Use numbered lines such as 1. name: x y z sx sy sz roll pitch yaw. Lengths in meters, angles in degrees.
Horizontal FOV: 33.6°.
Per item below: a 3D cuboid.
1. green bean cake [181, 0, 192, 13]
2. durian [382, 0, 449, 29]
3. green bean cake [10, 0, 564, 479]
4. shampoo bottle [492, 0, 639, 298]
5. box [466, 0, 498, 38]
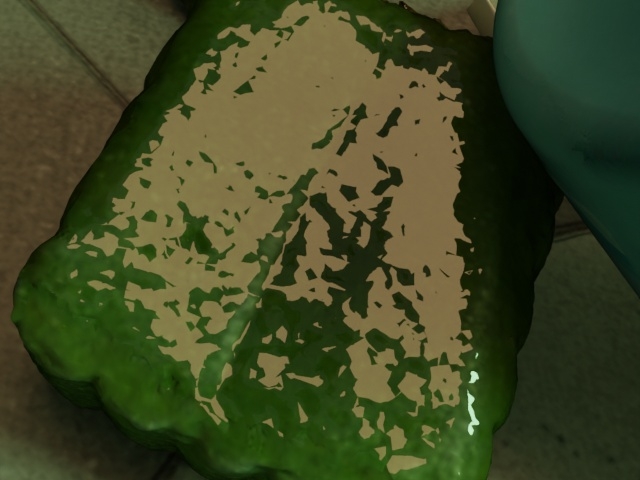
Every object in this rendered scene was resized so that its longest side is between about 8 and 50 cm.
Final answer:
1. green bean cake: -0.036 -0.299 0.691 0.132 0.255 0.241 -3 58 -17
2. durian: 0.035 -0.086 0.636 0.119 0.108 0.187 -29 68 -35
3. green bean cake: 0.000 0.000 0.514 0.222 0.125 0.248 24 73 4
4. shampoo bottle: 0.294 -0.044 0.453 0.343 0.331 0.331 45 41 -31
5. box: 0.208 -0.153 0.778 0.198 0.029 0.109 -22 79 -31
